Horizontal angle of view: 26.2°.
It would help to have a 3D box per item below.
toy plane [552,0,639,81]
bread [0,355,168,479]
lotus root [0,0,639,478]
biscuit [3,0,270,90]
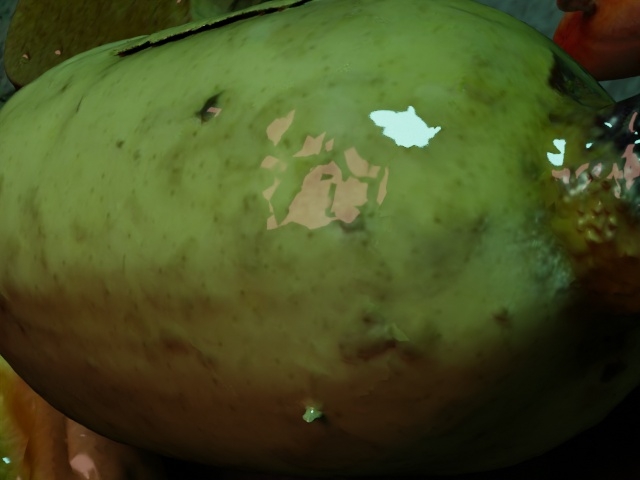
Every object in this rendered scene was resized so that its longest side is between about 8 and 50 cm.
[{"bbox_3d":[0.158,-0.087,0.386,0.194,0.077,0.126,-8,68,32],"label":"toy plane"},{"bbox_3d":[-0.161,0.147,0.510,0.198,0.120,0.236,18,78,51],"label":"bread"},{"bbox_3d":[0.000,0.000,0.417,0.284,0.160,0.146,-5,103,45],"label":"lotus root"},{"bbox_3d":[-0.090,-0.143,0.689,0.183,0.047,0.320,-40,42,16],"label":"biscuit"}]
